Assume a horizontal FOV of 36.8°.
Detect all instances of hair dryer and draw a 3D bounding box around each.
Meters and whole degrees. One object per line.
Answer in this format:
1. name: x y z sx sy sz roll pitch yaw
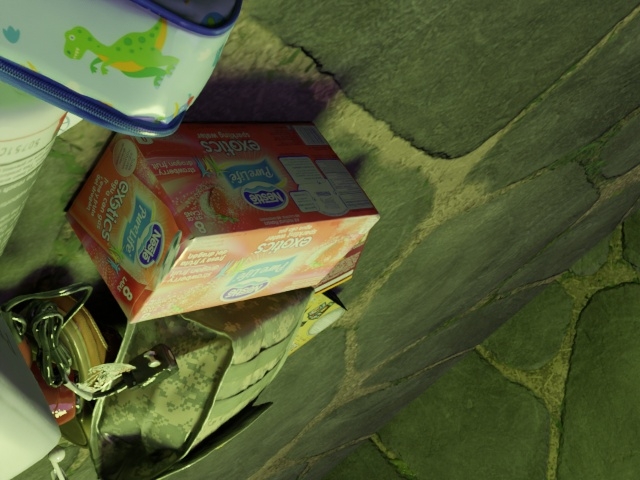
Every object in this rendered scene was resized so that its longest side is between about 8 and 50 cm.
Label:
1. hair dryer: -0.321 0.128 1.013 0.293 0.080 0.223 -27 139 13

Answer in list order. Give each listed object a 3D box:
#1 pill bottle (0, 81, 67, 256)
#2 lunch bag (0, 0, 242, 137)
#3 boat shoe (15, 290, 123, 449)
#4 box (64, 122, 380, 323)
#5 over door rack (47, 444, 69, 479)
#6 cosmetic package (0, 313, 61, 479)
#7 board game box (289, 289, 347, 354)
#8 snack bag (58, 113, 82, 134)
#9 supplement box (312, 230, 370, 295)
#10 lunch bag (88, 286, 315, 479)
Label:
1. pill bottle: -0.280 -0.039 0.636 0.161 0.161 0.283 -13 150 -45
2. lunch bag: -0.129 -0.160 0.521 0.176 0.219 0.090 25 123 -16
3. boat shoe: -0.305 0.142 1.200 0.104 0.111 0.307 -54 166 -35
4. box: -0.098 -0.028 1.053 0.300 0.154 0.142 -10 147 -51
5. over door rack: -0.449 0.321 1.242 0.239 0.108 0.324 -26 143 -20
6. cosmetic package: -0.342 -0.049 0.289 0.327 0.393 0.329 -30 158 -13
7. board game box: -0.058 0.131 1.614 0.165 0.042 0.243 -37 159 4
8. snack bag: -0.227 -0.175 0.699 0.342 0.037 0.323 -36 159 0
9. supplement box: 0.000 0.000 1.364 0.104 0.081 0.188 -26 158 -23
10. lunch bag: -0.157 0.178 1.235 0.235 0.169 0.287 -25 142 -63
